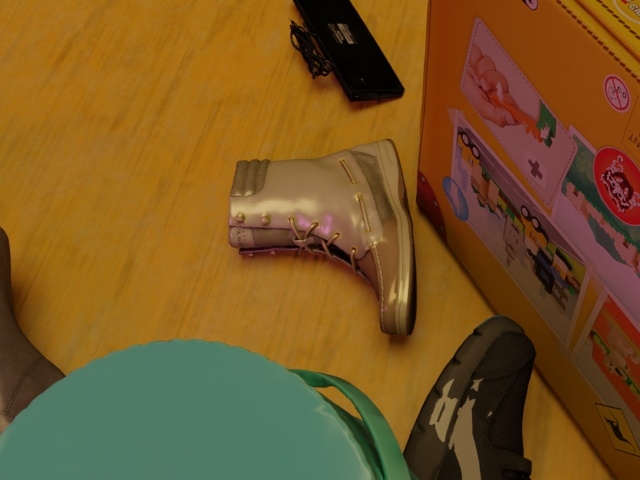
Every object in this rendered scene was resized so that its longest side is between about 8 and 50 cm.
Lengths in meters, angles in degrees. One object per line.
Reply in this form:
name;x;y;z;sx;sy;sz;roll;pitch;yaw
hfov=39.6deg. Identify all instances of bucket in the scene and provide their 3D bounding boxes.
bucket;-0.058;0.196;0.502;0.281;0.183;0.281;-6;64;13

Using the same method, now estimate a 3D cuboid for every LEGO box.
LEGO box;0.274;0.005;0.602;0.193;0.372;0.500;-25;59;-12

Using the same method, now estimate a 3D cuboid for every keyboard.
keyboard;0.011;-0.214;0.977;0.100;0.038;0.192;-5;52;-28

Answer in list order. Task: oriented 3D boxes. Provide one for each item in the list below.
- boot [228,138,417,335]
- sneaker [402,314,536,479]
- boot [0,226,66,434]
boot;0.000;0.000;0.802;0.165;0.077;0.213;-6;51;0
sneaker;0.108;0.220;0.632;0.140;0.125;0.341;18;70;11
boot;-0.204;0.129;0.723;0.223;0.118;0.338;-6;67;-4
